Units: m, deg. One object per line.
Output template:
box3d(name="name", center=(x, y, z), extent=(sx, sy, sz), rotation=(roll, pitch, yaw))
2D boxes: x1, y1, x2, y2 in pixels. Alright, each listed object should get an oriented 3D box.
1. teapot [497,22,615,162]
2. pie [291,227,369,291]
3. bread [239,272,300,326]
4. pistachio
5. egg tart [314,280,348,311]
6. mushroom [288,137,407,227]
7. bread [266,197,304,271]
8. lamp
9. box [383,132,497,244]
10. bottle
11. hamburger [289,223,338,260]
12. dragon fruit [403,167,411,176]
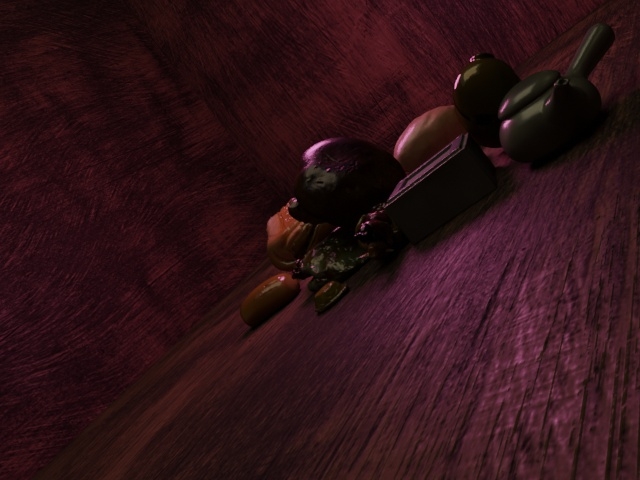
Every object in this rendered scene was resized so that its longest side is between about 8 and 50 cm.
box3d(name="teapot", center=(0.481, -0.291, 1.232), extent=(0.318, 0.149, 0.220), rotation=(-45, 9, -37))
box3d(name="pie", center=(0.063, 0.038, 1.666), extent=(0.274, 0.105, 0.257), rotation=(-42, 21, -18))
box3d(name="bread", center=(-0.168, 0.183, 1.934), extent=(0.217, 0.098, 0.147), rotation=(-39, 9, 12))
box3d(name="pistachio", center=(0.364, -0.302, 1.950), extent=(0.318, 0.214, 0.193), rotation=(-50, -36, -9))
box3d(name="egg tart", center=(0.020, 0.129, 1.438), extent=(0.105, 0.039, 0.105), rotation=(-39, 8, 6))
box3d(name="mushroom", center=(0.082, -0.163, 1.666), extent=(0.345, 0.345, 0.239), rotation=(-41, -26, -15))
box3d(name="bread", center=(-0.051, -0.024, 2.265), extent=(0.316, 0.211, 0.270), rotation=(-44, 28, 15))
box3d(name="lamp", center=(0.140, -0.013, 1.422), extent=(0.118, 0.118, 0.253), rotation=(-37, 6, 24))
box3d(name="box", center=(0.279, -0.128, 1.401), extent=(0.225, 0.117, 0.225), rotation=(-37, 6, 23))
box3d(name="bottle", center=(0.404, -0.329, 1.421), extent=(0.171, 0.171, 0.351), rotation=(-38, -13, 16))
box3d(name="hamburger", center=(0.001, -0.001, 1.876), extent=(0.214, 0.108, 0.213), rotation=(-44, -28, -30))
box3d(name="dragon fruit", center=(0.193, -0.123, 1.834), extent=(0.211, 0.134, 0.262), rotation=(-43, 6, -11))
